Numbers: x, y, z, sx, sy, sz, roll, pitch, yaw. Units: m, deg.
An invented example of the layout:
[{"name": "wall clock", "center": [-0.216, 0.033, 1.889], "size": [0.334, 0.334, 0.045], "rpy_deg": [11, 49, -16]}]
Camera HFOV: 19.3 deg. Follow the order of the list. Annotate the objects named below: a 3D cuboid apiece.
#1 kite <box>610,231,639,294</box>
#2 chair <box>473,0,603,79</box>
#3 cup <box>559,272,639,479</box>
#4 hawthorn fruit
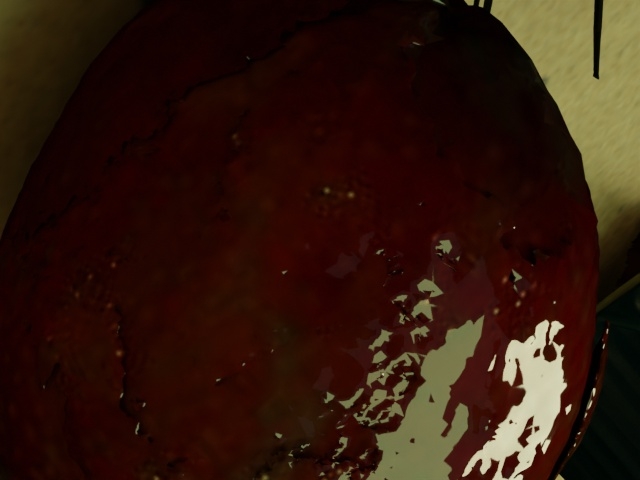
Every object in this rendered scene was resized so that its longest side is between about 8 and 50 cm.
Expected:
[{"name": "kite", "center": [0.184, -0.069, 0.722], "size": [0.141, 0.015, 0.245], "rpy_deg": [-15, 143, -43]}, {"name": "chair", "center": [0.063, -0.086, 0.508], "size": [0.037, 0.042, 0.086], "rpy_deg": [83, 22, -60]}, {"name": "cup", "center": [0.170, 0.084, 0.741], "size": [0.131, 0.155, 0.176], "rpy_deg": [-35, 162, -4]}, {"name": "hawthorn fruit", "center": [0.000, 0.000, 0.428], "size": [0.148, 0.148, 0.172], "rpy_deg": [-11, 123, -48]}]
